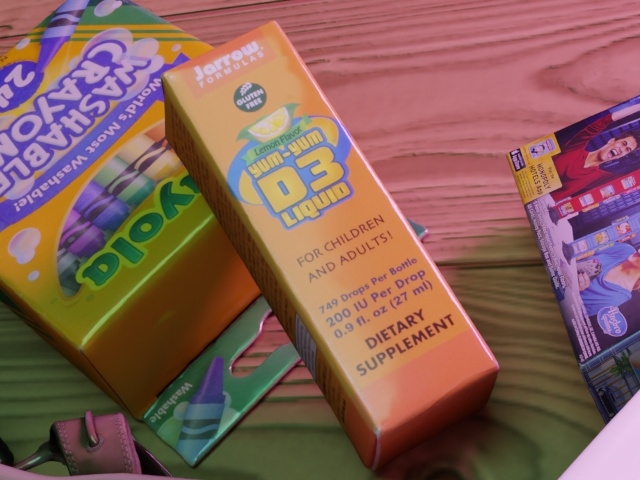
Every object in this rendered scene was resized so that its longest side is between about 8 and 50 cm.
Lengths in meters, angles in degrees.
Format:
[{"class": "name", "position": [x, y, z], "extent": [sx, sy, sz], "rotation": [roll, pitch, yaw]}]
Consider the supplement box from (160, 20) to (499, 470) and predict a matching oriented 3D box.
[{"class": "supplement box", "position": [0.000, 0.000, 0.795], "extent": [0.078, 0.080, 0.233], "rotation": [-29, 69, -11]}]

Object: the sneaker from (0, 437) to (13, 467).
[{"class": "sneaker", "position": [-0.279, 0.102, 0.907], "extent": [0.094, 0.081, 0.208], "rotation": [-46, 48, -12]}]

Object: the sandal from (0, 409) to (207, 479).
[{"class": "sandal", "position": [-0.095, 0.138, 0.751], "extent": [0.303, 0.120, 0.086], "rotation": [2, 42, 37]}]

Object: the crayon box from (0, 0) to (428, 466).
[{"class": "crayon box", "position": [-0.117, -0.029, 0.940], "extent": [0.203, 0.083, 0.323], "rotation": [-44, 48, -14]}]

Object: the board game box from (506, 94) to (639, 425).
[{"class": "board game box", "position": [0.211, -0.013, 0.770], "extent": [0.194, 0.060, 0.194], "rotation": [-23, 34, 11]}]

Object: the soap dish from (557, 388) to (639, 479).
[{"class": "soap dish", "position": [0.228, 0.120, 0.545], "extent": [0.229, 0.118, 0.291], "rotation": [-41, 23, -30]}]

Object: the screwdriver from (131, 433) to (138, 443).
[{"class": "screwdriver", "position": [-0.081, 0.142, 0.815], "extent": [0.024, 0.025, 0.170], "rotation": [-37, 47, -7]}]
